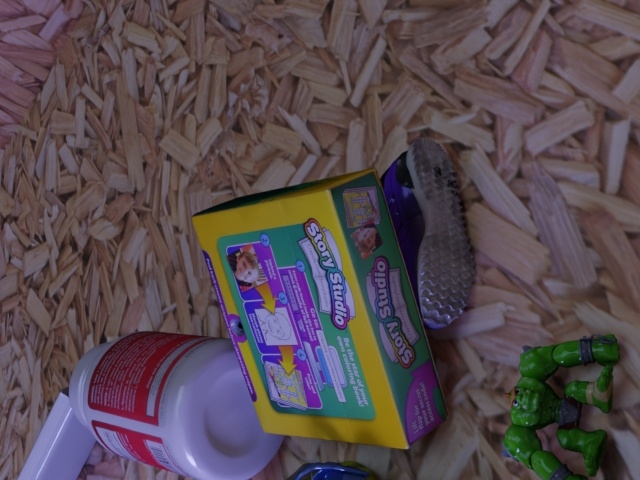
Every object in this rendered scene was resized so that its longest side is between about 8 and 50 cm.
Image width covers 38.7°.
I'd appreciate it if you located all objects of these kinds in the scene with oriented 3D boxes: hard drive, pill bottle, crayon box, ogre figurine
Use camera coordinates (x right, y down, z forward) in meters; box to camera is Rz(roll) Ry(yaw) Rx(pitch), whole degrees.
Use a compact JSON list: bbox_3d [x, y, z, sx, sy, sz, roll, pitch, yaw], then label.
[{"bbox_3d":[-0.519,0.432,1.811,0.047,0.233,0.353,29,100,10],"label":"hard drive"},{"bbox_3d":[-0.261,0.273,1.564,0.407,0.229,0.229,-1,74,48],"label":"pill bottle"},{"bbox_3d":[-0.007,0.102,1.307,0.313,0.106,0.363,-8,103,47],"label":"crayon box"},{"bbox_3d":[0.284,0.206,1.091,0.118,0.096,0.197,7,95,31],"label":"ogre figurine"}]

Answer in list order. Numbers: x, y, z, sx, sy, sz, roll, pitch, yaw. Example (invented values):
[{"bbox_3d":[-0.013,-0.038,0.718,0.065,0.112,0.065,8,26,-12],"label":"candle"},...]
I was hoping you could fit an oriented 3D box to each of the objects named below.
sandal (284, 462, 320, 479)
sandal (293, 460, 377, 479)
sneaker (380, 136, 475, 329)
[{"bbox_3d":[-0.064,0.416,1.422,0.180,0.049,0.072,-54,42,18],"label":"sandal"},{"bbox_3d":[0.073,0.370,1.222,0.317,0.138,0.126,-1,72,46],"label":"sandal"},{"bbox_3d":[0.135,0.006,1.341,0.146,0.102,0.294,-32,49,45],"label":"sneaker"}]
